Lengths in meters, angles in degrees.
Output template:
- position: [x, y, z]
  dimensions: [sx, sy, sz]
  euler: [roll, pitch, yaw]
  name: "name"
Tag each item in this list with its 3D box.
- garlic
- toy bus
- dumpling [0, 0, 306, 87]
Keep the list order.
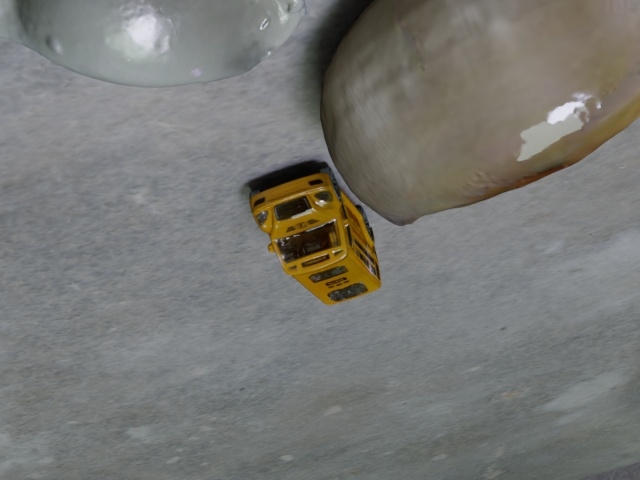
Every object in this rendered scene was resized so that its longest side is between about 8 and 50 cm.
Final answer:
- position: [0.097, -0.084, 0.914]
  dimensions: [0.196, 0.151, 0.338]
  euler: [-14, 164, -40]
  name: "garlic"
- position: [0.000, 0.000, 1.126]
  dimensions: [0.070, 0.074, 0.162]
  euler: [-18, 160, 11]
  name: "toy bus"
- position: [-0.092, -0.143, 0.689]
  dimensions: [0.188, 0.108, 0.127]
  euler: [7, 126, -17]
  name: "dumpling"
